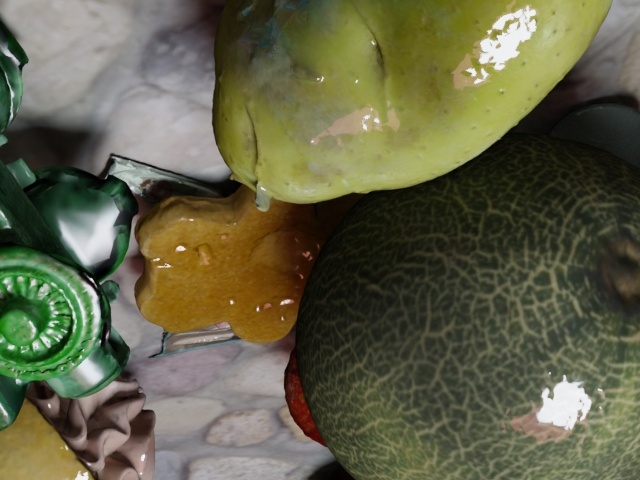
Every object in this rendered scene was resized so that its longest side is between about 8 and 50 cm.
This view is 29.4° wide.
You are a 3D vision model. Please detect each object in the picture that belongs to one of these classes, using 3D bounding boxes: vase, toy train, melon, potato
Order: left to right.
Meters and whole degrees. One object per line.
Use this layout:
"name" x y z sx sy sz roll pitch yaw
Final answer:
"toy train" -0.229 -0.002 0.704 0.202 0.145 0.266 -28 115 14
"potato" 0.041 -0.117 0.644 0.248 0.169 0.143 -29 163 33
"melon" 0.104 0.061 0.759 0.237 0.238 0.301 5 161 -21
"vase" 0.221 -0.011 0.913 0.086 0.086 0.214 -18 148 10

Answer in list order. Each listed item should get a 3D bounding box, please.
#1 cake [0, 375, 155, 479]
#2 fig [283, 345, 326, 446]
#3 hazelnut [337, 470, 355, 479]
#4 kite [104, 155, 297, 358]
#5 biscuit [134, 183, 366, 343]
"cake" -0.214 0.173 0.976 0.178 0.185 0.208 -46 142 -13
"fig" 0.021 0.127 1.006 0.119 0.119 0.153 3 154 -18
"hazelnut" 0.074 0.281 1.224 0.201 0.160 0.170 6 150 49
"kite" 0.000 0.001 0.921 0.368 0.014 0.406 16 136 -33
"biscuit" -0.012 0.010 0.889 0.248 0.035 0.184 -5 142 -11
